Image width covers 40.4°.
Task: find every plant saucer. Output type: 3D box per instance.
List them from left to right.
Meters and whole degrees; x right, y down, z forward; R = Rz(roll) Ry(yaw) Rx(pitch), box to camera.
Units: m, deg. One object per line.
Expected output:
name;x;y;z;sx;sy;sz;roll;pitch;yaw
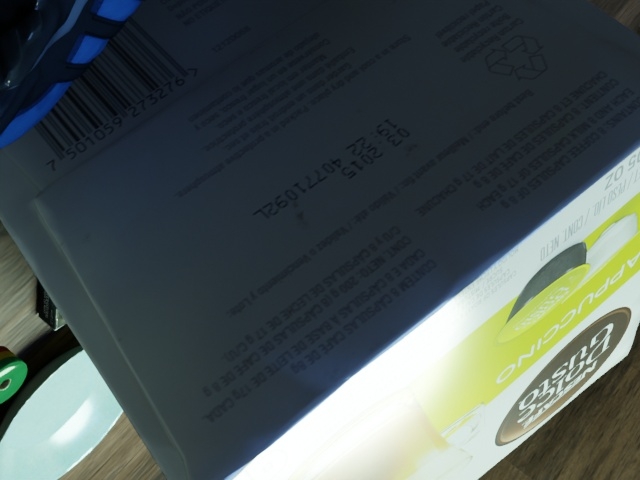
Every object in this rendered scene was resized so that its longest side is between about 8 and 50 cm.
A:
plant saucer;-0.260;0.167;0.874;0.195;0.037;0.195;-47;160;-23

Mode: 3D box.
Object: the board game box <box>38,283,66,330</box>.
board game box;-0.177;-0.009;0.801;0.186;0.026;0.126;-36;153;-44

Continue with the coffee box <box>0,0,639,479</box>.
coffee box;0.000;0.000;0.617;0.337;0.338;0.334;-36;149;-13

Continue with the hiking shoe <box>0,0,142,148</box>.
hiking shoe;-0.132;-0.142;0.421;0.304;0.113;0.132;-51;-168;-32

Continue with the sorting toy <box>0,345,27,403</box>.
sorting toy;-0.345;0.153;0.631;0.132;0.046;0.274;-62;161;17
